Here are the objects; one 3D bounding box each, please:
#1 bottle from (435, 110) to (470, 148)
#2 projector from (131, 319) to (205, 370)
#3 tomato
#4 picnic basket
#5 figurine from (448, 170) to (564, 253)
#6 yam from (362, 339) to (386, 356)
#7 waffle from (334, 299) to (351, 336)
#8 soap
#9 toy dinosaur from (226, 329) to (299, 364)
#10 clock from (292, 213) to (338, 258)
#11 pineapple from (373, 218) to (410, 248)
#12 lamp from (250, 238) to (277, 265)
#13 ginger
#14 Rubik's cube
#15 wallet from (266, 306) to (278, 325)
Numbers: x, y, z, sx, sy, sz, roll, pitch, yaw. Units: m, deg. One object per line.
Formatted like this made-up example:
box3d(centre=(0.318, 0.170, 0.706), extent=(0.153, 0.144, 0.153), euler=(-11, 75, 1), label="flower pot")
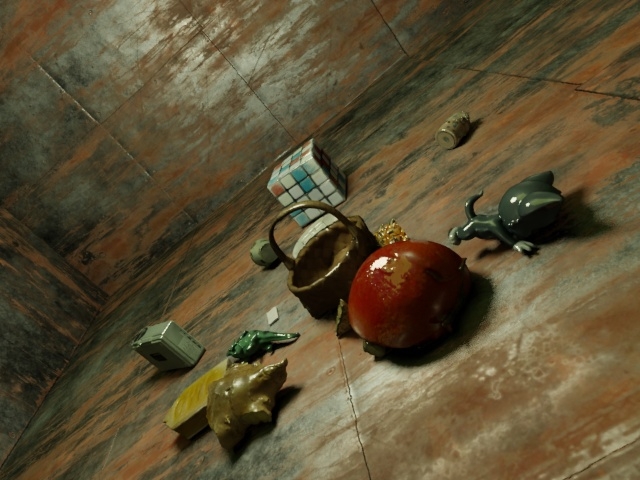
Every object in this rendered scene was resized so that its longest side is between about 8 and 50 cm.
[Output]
box3d(centre=(0.496, -0.415, 1.690), extent=(0.152, 0.099, 0.099), euler=(-47, 23, -24), label="bottle")
box3d(centre=(-0.599, 0.416, 1.786), extent=(0.257, 0.192, 0.099), euler=(-20, 30, 41), label="projector")
box3d(centre=(0.190, 0.091, 1.071), extent=(0.309, 0.170, 0.309), euler=(-15, 32, 10), label="tomato")
box3d(centre=(-0.006, 0.015, 1.411), extent=(0.293, 0.337, 0.337), euler=(-27, 26, 31), label="picnic basket")
box3d(centre=(0.439, -0.066, 1.089), extent=(0.266, 0.140, 0.193), euler=(-6, 22, 33), label="figurine")
box3d(centre=(0.158, 0.182, 1.176), extent=(0.061, 0.061, 0.252), euler=(-25, 28, 34), label="yam")
box3d(centre=(0.052, 0.205, 1.204), extent=(0.098, 0.153, 0.023), euler=(-34, 56, 9), label="waffle")
box3d(centre=(-0.361, 0.494, 1.405), extent=(0.258, 0.080, 0.160), euler=(-37, 22, 8), label="soap")
box3d(centre=(-0.204, 0.336, 1.455), extent=(0.292, 0.079, 0.120), euler=(-15, 35, 41), label="toy dinosaur")
box3d(centre=(0.000, 0.000, 1.717), extent=(0.230, 0.083, 0.230), euler=(-39, 17, 15), label="clock")
box3d(centre=(0.213, 0.001, 1.321), extent=(0.079, 0.135, 0.233), euler=(-40, 21, 2), label="pineapple")
box3d(centre=(-0.251, 0.052, 2.001), extent=(0.121, 0.121, 0.215), euler=(-47, 14, -14), label="lamp")
box3d(centre=(-0.188, 0.407, 1.235), extent=(0.270, 0.123, 0.219), euler=(-36, 41, -5), label="ginger")
box3d(centre=(-0.054, -0.261, 2.072), extent=(0.259, 0.256, 0.253), euler=(-33, 24, 22), label="Rubik's cube")
box3d(centre=(-0.167, 0.263, 1.608), extent=(0.044, 0.011, 0.083), euler=(-40, 23, 4), label="wallet")
